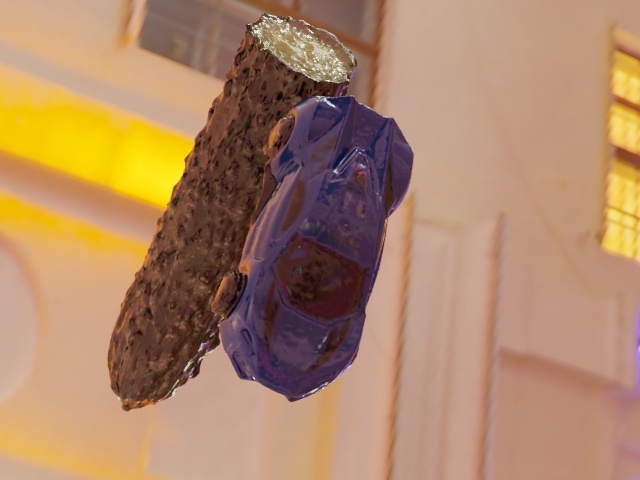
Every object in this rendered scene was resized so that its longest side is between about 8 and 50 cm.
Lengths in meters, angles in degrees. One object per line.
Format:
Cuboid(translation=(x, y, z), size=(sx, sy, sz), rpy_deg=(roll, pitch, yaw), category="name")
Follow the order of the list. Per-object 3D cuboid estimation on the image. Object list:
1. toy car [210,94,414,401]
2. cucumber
Cuboid(translation=(0.000, 0.000, 1.068), size=(0.063, 0.103, 0.216), rpy_deg=(-31, -143, 56), category="toy car")
Cuboid(translation=(-0.082, -0.005, 1.297), size=(0.359, 0.096, 0.096), rpy_deg=(-64, -153, 28), category="cucumber")
